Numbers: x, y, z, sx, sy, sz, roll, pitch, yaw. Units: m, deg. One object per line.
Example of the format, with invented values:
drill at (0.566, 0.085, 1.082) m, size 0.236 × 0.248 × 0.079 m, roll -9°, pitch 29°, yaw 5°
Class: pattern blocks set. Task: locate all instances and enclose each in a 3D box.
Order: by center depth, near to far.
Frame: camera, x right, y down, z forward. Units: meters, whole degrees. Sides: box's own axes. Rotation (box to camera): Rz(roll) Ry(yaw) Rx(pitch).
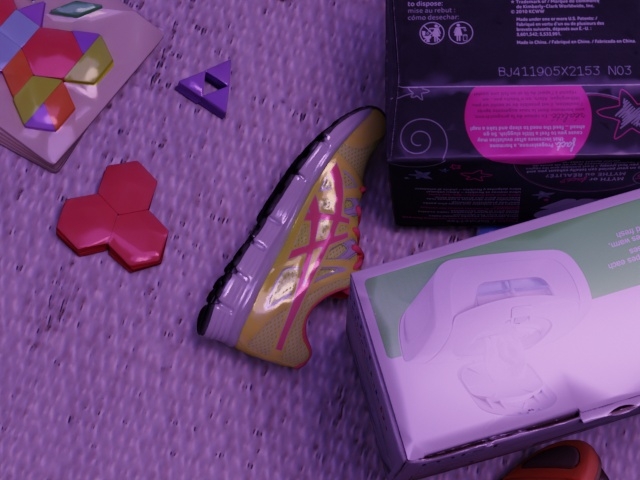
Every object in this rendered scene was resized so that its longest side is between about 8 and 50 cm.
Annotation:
pattern blocks set at (-0.224, -0.144, 1.181) m, size 0.325 × 0.026 × 0.285 m, roll 21°, pitch 71°, yaw -1°

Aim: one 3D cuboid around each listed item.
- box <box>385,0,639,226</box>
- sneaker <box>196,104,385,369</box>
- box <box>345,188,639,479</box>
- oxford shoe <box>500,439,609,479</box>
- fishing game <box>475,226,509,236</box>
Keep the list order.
box at (0.170, -0.105, 1.125) m, size 0.247 × 0.142 × 0.163 m, roll -1°, pitch 71°, yaw 4°
sneaker at (0.000, 0.000, 1.148) m, size 0.094 × 0.081 × 0.208 m, roll 32°, pitch 77°, yaw -5°
box at (0.156, 0.063, 1.041) m, size 0.262 × 0.231 × 0.126 m, roll -16°, pitch 78°, yaw -2°
oxford shoe at (0.122, 0.308, 1.057) m, size 0.133 × 0.130 × 0.363 m, roll 33°, pitch 71°, yaw -22°
fishing game at (0.207, 0.009, 1.190) m, size 0.189 × 0.041 × 0.264 m, roll 34°, pitch 80°, yaw 5°
